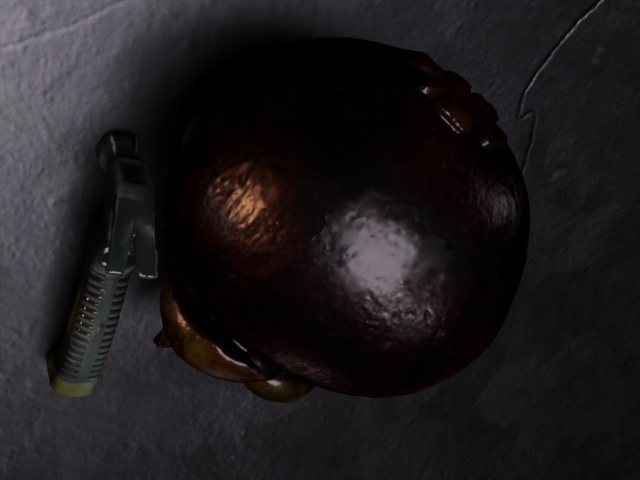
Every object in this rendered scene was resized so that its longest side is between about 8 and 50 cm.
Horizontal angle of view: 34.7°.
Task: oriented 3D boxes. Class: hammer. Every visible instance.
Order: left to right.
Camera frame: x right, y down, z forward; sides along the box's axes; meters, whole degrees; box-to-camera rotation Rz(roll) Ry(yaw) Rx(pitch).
[{"bbox_3d":[-0.184,0.038,0.857,0.041,0.159,0.226,10,120,-23],"label":"hammer"}]

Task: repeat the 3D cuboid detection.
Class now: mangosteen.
[{"bbox_3d":[0.000,0.000,0.846,0.307,0.307,0.347,29,121,-34],"label":"mangosteen"}]
